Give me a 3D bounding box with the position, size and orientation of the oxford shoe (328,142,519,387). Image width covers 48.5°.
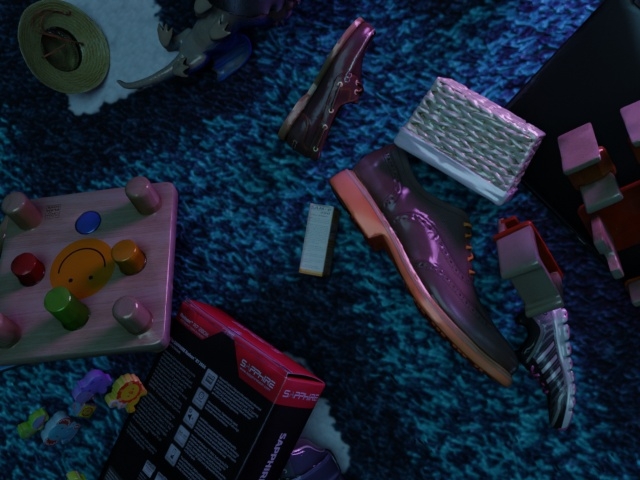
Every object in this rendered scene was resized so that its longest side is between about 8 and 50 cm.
[{"bbox_3d":[0.164,0.026,0.947,0.132,0.130,0.364,-36,82,0],"label":"oxford shoe"}]

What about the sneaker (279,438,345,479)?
[{"bbox_3d":[-0.065,0.371,0.975,0.226,0.086,0.163,-28,92,-9],"label":"sneaker"}]

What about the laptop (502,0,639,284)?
[{"bbox_3d":[0.512,-0.172,0.948,0.408,0.236,0.382,-40,81,-23],"label":"laptop"}]

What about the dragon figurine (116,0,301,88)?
[{"bbox_3d":[-0.157,-0.288,1.033,0.289,0.144,0.085,-36,84,26],"label":"dragon figurine"}]

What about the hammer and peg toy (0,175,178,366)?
[{"bbox_3d":[-0.381,0.041,0.993,0.361,0.127,0.266,-6,61,7],"label":"hammer and peg toy"}]

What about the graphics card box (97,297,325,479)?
[{"bbox_3d":[-0.170,0.295,0.962,0.232,0.094,0.371,27,91,39],"label":"graphics card box"}]

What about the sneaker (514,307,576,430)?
[{"bbox_3d":[0.296,0.167,0.948,0.074,0.063,0.170,-5,82,9],"label":"sneaker"}]

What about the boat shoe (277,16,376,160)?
[{"bbox_3d":[0.024,-0.212,1.009,0.073,0.073,0.207,34,101,8],"label":"boat shoe"}]

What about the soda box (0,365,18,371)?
[{"bbox_3d":[-0.521,0.176,1.084,0.210,0.071,0.067,-17,85,9],"label":"soda box"}]

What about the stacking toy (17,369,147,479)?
[{"bbox_3d":[-0.355,0.243,1.023,0.167,0.052,0.221,38,96,41],"label":"stacking toy"}]

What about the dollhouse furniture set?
[{"bbox_3d":[0.348,-0.017,0.864,0.259,0.135,0.262,-25,116,26],"label":"dollhouse furniture set"}]

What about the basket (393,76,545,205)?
[{"bbox_3d":[0.201,-0.135,0.936,0.167,0.113,0.103,33,110,14],"label":"basket"}]

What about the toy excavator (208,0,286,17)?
[{"bbox_3d":[0.046,-0.448,0.922,0.445,0.222,0.433,-27,53,-33],"label":"toy excavator"}]

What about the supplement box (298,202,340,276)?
[{"bbox_3d":[0.000,0.000,1.006,0.036,0.062,0.098,9,90,11],"label":"supplement box"}]

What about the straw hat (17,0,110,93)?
[{"bbox_3d":[-0.400,-0.289,1.086,0.061,0.144,0.145,-7,85,51],"label":"straw hat"}]
